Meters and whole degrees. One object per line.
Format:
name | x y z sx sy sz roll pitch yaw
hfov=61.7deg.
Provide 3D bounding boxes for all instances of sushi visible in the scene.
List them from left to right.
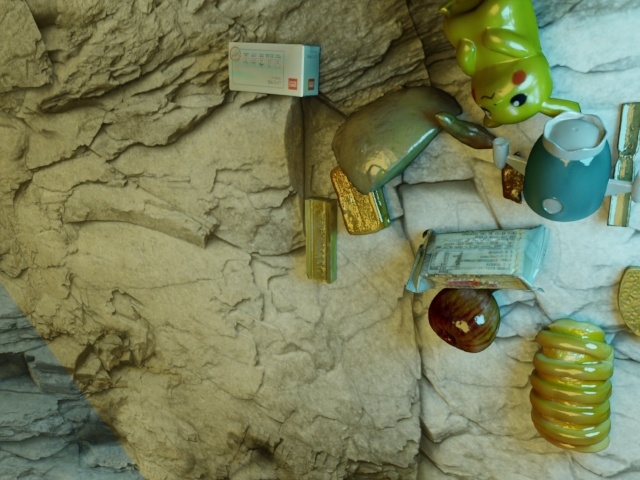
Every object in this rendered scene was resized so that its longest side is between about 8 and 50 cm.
sushi | 0.435 -0.140 1.197 0.060 0.061 0.118 -1 125 26

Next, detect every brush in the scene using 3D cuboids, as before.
brush | 0.614 -0.151 1.081 0.043 0.036 0.248 6 102 29

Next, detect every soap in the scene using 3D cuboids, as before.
soap | 0.001 0.000 1.555 0.092 0.037 0.252 12 113 32

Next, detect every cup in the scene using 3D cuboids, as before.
cup | 0.483 -0.151 1.043 0.299 0.167 0.173 20 152 27

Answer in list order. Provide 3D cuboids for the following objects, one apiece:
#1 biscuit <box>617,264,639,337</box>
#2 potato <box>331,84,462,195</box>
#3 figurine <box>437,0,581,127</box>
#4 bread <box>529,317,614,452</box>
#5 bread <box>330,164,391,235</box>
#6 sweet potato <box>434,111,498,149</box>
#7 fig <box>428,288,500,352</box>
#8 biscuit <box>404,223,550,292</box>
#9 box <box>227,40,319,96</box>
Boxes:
biscuit | 0.708 0.148 1.117 0.221 0.029 0.142 48 125 11
potato | 0.157 -0.271 1.257 0.211 0.189 0.264 53 127 9
figurine | 0.362 -0.355 1.073 0.218 0.169 0.327 -2 114 56
bread | 0.567 0.331 1.221 0.173 0.121 0.311 4 107 35
bread | 0.107 -0.113 1.417 0.116 0.077 0.200 -14 96 39
sweet potato | 0.319 -0.245 1.194 0.053 0.182 0.054 -41 41 47
fig | 0.368 0.162 1.301 0.175 0.207 0.175 34 162 13
biscuit | 0.360 0.039 1.244 0.309 0.186 0.079 -5 140 36
box | -0.132 -0.471 1.460 0.269 0.079 0.135 14 112 31
